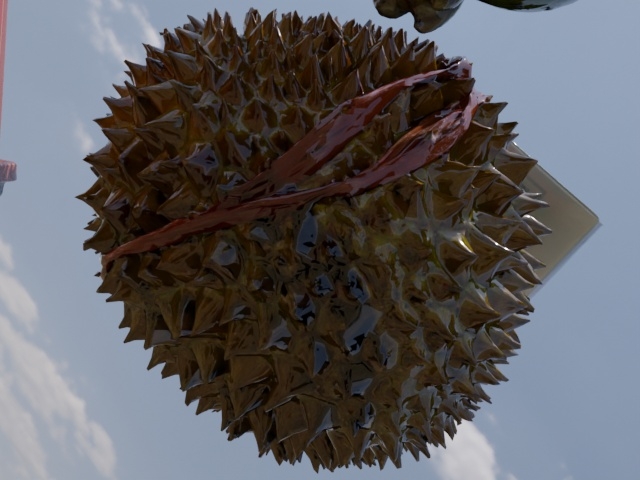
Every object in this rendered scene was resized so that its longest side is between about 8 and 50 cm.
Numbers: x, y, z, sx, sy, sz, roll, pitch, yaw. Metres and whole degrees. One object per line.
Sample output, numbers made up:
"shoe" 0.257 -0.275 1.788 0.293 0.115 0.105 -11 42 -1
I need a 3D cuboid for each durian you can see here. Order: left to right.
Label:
"durian" -0.004 0.001 0.681 0.384 0.348 0.347 43 -19 -32

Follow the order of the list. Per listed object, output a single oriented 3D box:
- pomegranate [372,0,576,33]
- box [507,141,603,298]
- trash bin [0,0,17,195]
"pomegranate" 0.108 -0.218 0.532 0.202 0.248 0.202 30 -23 14
"box" 0.175 -0.064 1.006 0.269 0.135 0.079 44 12 16
"trash bin" -0.270 -0.133 0.506 0.161 0.184 0.239 -136 -127 -82
